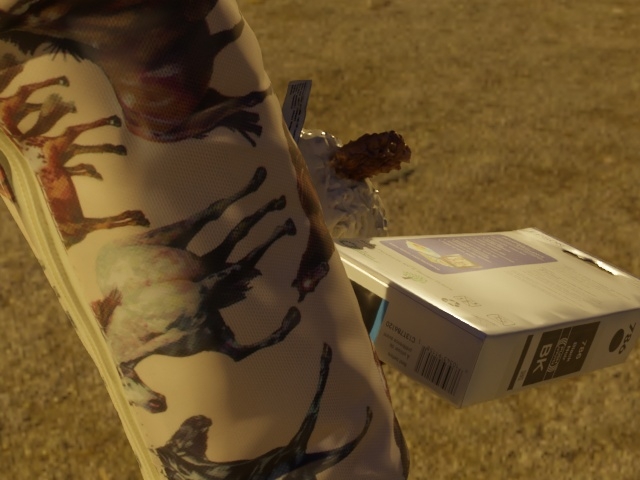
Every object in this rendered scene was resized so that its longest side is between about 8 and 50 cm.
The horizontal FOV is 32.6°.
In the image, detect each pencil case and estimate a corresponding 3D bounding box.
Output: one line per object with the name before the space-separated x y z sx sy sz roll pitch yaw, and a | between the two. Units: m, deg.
pencil case | -0.081 0.012 0.609 0.160 0.410 0.183 2 34 38

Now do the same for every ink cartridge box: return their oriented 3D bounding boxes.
ink cartridge box | 0.148 0.050 0.890 0.165 0.065 0.332 29 21 36

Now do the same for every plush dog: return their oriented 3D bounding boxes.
plush dog | 0.000 0.000 0.989 0.210 0.225 0.262 -31 64 2
